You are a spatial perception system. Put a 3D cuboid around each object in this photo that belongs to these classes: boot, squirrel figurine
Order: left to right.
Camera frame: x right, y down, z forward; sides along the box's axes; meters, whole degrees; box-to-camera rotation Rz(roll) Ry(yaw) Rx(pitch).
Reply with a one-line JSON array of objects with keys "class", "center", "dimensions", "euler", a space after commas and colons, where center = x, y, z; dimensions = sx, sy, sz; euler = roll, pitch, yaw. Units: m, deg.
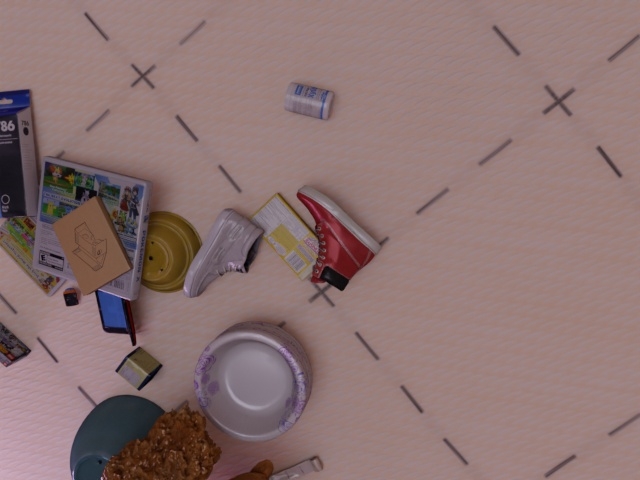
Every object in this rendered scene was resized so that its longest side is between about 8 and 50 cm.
[{"class": "squirrel figurine", "center": [-0.295, 0.596, 1.599], "dimensions": [0.371, 0.281, 0.396], "euler": [-22, 98, 26]}, {"class": "boot", "center": [-0.239, 0.057, 1.705], "dimensions": [0.123, 0.095, 0.258], "euler": [31, 108, 9]}, {"class": "boot", "center": [0.000, 0.000, 1.643], "dimensions": [0.244, 0.088, 0.176], "euler": [43, 88, -1]}]

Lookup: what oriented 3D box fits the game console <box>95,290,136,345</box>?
[{"class": "game console", "center": [-0.532, 0.195, 1.782], "dimensions": [0.085, 0.124, 0.143], "euler": [-11, 112, -14]}]

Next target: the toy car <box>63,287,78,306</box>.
[{"class": "toy car", "center": [-0.631, 0.132, 1.835], "dimensions": [0.122, 0.060, 0.040], "euler": [-22, 50, -3]}]

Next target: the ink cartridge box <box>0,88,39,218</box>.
[{"class": "ink cartridge box", "center": [-0.823, -0.222, 1.773], "dimensions": [0.166, 0.065, 0.332], "euler": [-3, 94, 15]}]

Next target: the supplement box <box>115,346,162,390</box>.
[{"class": "supplement box", "center": [-0.476, 0.335, 1.805], "dimensions": [0.083, 0.083, 0.056], "euler": [39, 103, 1]}]

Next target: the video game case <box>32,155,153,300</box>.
[{"class": "video game case", "center": [-0.578, -0.034, 1.726], "dimensions": [0.329, 0.036, 0.299], "euler": [15, 102, 22]}]

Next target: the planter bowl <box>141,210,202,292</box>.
[{"class": "planter bowl", "center": [-0.415, 0.038, 1.743], "dimensions": [0.217, 0.090, 0.217], "euler": [2, 100, 10]}]

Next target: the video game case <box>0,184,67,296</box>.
[{"class": "video game case", "center": [-0.734, 0.003, 1.829], "dimensions": [0.206, 0.026, 0.227], "euler": [-44, 91, 14]}]

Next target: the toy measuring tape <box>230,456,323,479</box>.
[{"class": "toy measuring tape", "center": [-0.152, 0.654, 1.784], "dimensions": [0.330, 0.121, 0.121], "euler": [-25, 94, 13]}]

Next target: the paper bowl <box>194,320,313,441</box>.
[{"class": "paper bowl", "center": [-0.160, 0.341, 1.716], "dimensions": [0.285, 0.148, 0.284], "euler": [2, 100, 10]}]

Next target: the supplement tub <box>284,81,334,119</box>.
[{"class": "supplement tub", "center": [-0.025, -0.328, 1.621], "dimensions": [0.107, 0.071, 0.070], "euler": [15, 101, 7]}]

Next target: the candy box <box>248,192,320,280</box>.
[{"class": "candy box", "center": [-0.075, -0.009, 1.705], "dimensions": [0.105, 0.027, 0.206], "euler": [-42, 90, 11]}]

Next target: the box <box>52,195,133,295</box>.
[{"class": "box", "center": [-0.563, 0.014, 1.693], "dimensions": [0.164, 0.021, 0.201], "euler": [-28, 84, 24]}]

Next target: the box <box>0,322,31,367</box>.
[{"class": "box", "center": [-0.865, 0.276, 1.861], "dimensions": [0.137, 0.094, 0.027], "euler": [42, 104, 1]}]

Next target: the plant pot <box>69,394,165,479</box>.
[{"class": "plant pot", "center": [-0.536, 0.577, 1.800], "dimensions": [0.290, 0.195, 0.290], "euler": [2, 99, 11]}]
